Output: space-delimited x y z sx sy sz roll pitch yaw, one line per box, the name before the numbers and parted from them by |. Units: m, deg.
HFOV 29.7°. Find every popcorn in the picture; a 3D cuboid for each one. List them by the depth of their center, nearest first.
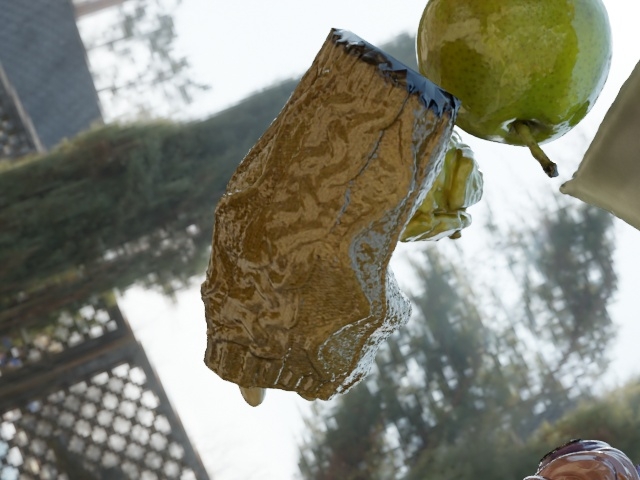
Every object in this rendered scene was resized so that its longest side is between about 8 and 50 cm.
popcorn | 0.102 -0.065 1.418 0.195 0.168 0.174 -94 161 -77

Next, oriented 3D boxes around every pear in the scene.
pear | 0.173 -0.150 1.082 0.166 0.180 0.216 136 -42 -61

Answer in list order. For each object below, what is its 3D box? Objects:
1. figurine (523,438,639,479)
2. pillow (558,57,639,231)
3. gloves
figurine | 0.269 0.265 1.193 0.157 0.126 0.114 -113 -159 -61
pillow | 0.300 -0.103 0.909 0.144 0.078 0.254 41 -70 28
gloves | -0.009 -0.006 1.039 0.203 0.155 0.357 39 -58 38
